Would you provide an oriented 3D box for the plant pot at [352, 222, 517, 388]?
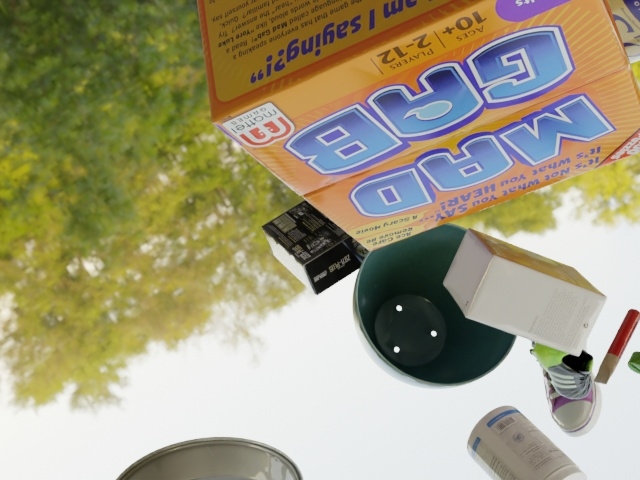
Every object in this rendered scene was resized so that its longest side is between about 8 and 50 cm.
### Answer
[{"bbox_3d":[0.182,0.135,1.761,0.290,0.290,0.195,-35,170,-21],"label":"plant pot"}]

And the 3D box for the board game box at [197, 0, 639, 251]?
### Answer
[{"bbox_3d":[0.106,-0.257,1.068,0.356,0.356,0.356,-21,151,20],"label":"board game box"}]

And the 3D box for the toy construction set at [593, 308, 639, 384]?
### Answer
[{"bbox_3d":[0.557,0.257,1.479,0.308,0.257,0.237,22,-116,30],"label":"toy construction set"}]

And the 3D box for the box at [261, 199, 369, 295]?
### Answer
[{"bbox_3d":[0.000,0.000,1.842,0.147,0.078,0.180,-32,-144,-14],"label":"box"}]

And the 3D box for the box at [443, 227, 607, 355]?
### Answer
[{"bbox_3d":[0.270,0.067,1.331,0.130,0.170,0.091,-112,-137,-71],"label":"box"}]

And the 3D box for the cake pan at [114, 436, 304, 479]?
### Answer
[{"bbox_3d":[-0.164,0.397,1.448,0.293,0.293,0.054,-29,-139,11],"label":"cake pan"}]

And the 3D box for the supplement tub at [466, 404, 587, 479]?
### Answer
[{"bbox_3d":[0.203,0.222,0.990,0.071,0.071,0.107,-33,-133,-13],"label":"supplement tub"}]

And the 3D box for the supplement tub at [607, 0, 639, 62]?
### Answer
[{"bbox_3d":[0.450,-0.375,1.340,0.241,0.241,0.331,-37,-169,-28],"label":"supplement tub"}]

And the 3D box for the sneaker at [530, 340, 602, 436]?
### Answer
[{"bbox_3d":[0.421,0.214,1.825,0.102,0.161,0.282,-32,-140,30],"label":"sneaker"}]

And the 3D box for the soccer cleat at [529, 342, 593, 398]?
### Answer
[{"bbox_3d":[0.365,0.186,1.437,0.072,0.179,0.060,5,-116,40],"label":"soccer cleat"}]
